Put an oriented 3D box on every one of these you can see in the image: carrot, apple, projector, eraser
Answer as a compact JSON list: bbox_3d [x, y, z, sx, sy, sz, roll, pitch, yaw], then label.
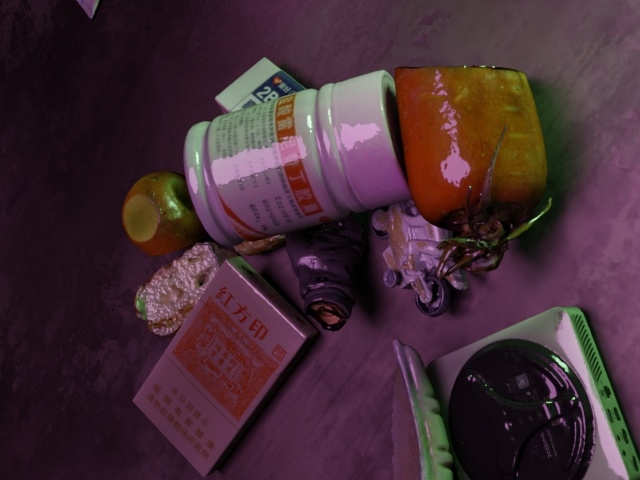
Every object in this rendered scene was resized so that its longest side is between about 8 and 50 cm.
[{"bbox_3d":[0.217,-0.114,1.442,0.214,0.193,0.331,-19,73,58],"label":"carrot"},{"bbox_3d":[-0.289,-0.044,1.927,0.147,0.146,0.163,-38,76,31],"label":"apple"},{"bbox_3d":[0.283,0.251,1.437,0.259,0.079,0.257,-31,69,37],"label":"projector"},{"bbox_3d":[-0.072,-0.214,1.765,0.124,0.068,0.210,-42,54,-8],"label":"eraser"}]

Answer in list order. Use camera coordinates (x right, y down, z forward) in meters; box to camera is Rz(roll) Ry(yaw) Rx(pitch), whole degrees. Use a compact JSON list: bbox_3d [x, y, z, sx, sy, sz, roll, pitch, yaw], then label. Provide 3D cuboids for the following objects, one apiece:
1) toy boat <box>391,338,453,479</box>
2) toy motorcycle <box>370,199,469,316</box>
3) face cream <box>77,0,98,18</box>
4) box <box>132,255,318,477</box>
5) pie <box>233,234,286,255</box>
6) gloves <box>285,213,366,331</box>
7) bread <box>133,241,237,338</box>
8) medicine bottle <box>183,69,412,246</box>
[{"bbox_3d":[0.147,0.338,1.504,0.276,0.111,0.293,97,169,-48],"label":"toy boat"},{"bbox_3d":[0.154,0.001,1.576,0.151,0.074,0.228,-55,46,31],"label":"toy motorcycle"},{"bbox_3d":[-0.478,-0.594,2.201,0.114,0.070,0.224,51,131,32],"label":"face cream"},{"bbox_3d":[-0.175,0.226,1.837,0.204,0.051,0.365,43,116,17],"label":"box"},{"bbox_3d":[-0.111,-0.087,1.831,0.240,0.054,0.240,-2,87,41],"label":"pie"},{"bbox_3d":[0.001,0.009,1.674,0.142,0.119,0.285,-3,66,6],"label":"gloves"},{"bbox_3d":[-0.241,0.092,1.919,0.232,0.088,0.128,-32,80,28],"label":"bread"},{"bbox_3d":[-0.025,-0.121,1.564,0.316,0.202,0.202,-15,76,16],"label":"medicine bottle"}]
